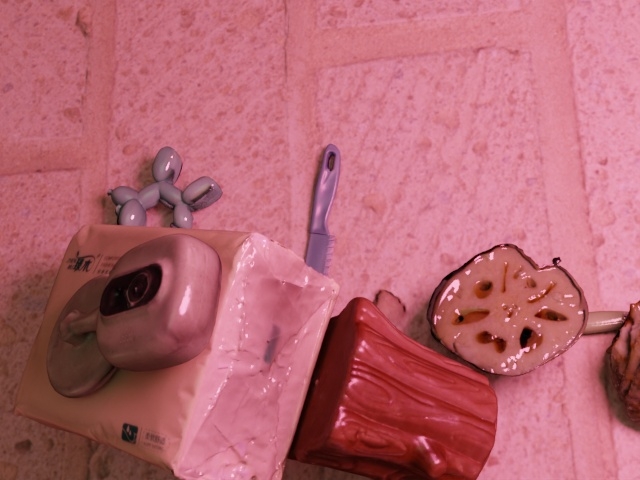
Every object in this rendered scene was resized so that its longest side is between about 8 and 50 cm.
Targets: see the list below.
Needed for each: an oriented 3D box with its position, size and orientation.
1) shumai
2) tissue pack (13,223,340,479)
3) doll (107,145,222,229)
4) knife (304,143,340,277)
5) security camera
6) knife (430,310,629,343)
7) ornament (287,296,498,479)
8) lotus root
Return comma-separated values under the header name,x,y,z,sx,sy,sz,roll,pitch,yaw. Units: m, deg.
name,x,y,z,sx,sy,sz,roll,pitch,yaw
shumai,0.468,0.157,1.169,0.184,0.184,0.142,10,42,14
tissue pack,-0.195,0.142,1.167,0.380,0.207,0.297,2,69,43
doll,-0.253,-0.064,1.398,0.159,0.059,0.158,31,79,17
knife,0.000,0.000,1.353,0.045,0.019,0.312,7,75,10
security camera,-0.237,0.088,1.032,0.302,0.080,0.157,-19,55,37
knife,0.300,0.117,1.250,0.293,0.020,0.043,-8,69,10
ornament,0.091,0.215,1.127,0.218,0.221,0.235,23,100,-15
lotus root,0.251,0.105,1.212,0.204,0.078,0.183,-27,58,-7
